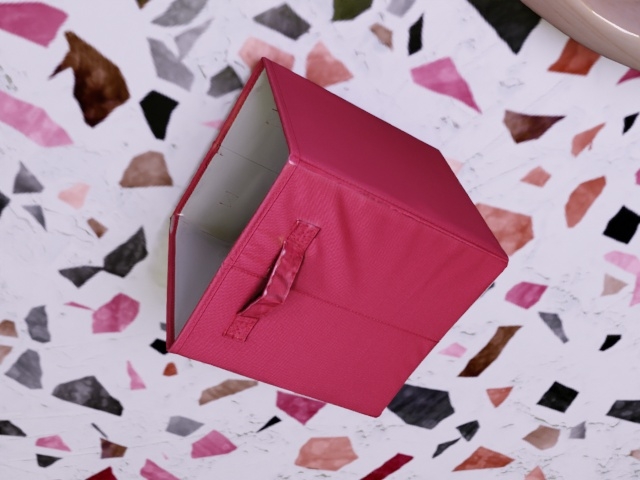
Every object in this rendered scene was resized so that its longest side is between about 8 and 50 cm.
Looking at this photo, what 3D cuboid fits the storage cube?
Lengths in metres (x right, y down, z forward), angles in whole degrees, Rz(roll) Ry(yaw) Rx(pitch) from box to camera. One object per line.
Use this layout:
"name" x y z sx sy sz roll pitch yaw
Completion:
"storage cube" 0.000 0.000 0.599 0.193 0.215 0.184 23 116 -25

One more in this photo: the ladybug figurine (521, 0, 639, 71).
"ladybug figurine" 0.215 -0.273 0.440 0.449 0.162 0.305 36 155 -24
